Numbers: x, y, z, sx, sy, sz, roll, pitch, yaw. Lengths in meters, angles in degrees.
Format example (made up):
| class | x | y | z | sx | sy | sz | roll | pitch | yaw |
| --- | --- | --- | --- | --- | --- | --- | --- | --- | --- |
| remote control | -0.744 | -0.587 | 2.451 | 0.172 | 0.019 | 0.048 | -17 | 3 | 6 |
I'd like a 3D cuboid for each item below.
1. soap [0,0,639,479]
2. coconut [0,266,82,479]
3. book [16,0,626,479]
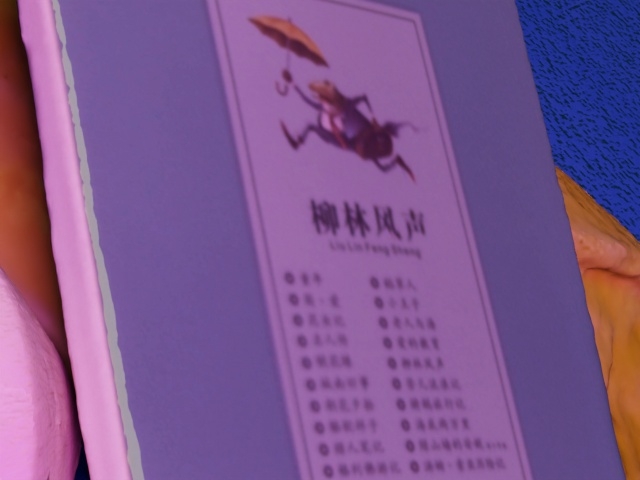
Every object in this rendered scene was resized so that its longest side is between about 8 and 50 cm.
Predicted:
| class | x | y | z | sx | sy | sz | roll | pitch | yaw |
| --- | --- | --- | --- | --- | --- | --- | --- | --- | --- |
| soap | 0.002 | -0.001 | 0.760 | 0.427 | 0.115 | 0.306 | 39 | 42 | -2 |
| coconut | -0.156 | 0.059 | 0.540 | 0.183 | 0.171 | 0.171 | -14 | 63 | -46 |
| book | 0.014 | 0.018 | 0.638 | 0.264 | 0.031 | 0.379 | 7 | 65 | -44 |
